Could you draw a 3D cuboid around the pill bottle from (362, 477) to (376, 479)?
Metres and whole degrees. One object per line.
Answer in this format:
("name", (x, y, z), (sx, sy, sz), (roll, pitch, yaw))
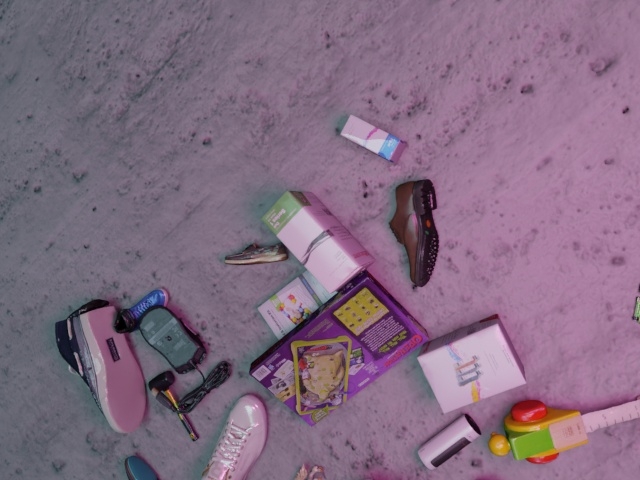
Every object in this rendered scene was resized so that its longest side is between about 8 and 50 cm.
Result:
("pill bottle", (0.181, 0.620, 1.145), (0.264, 0.153, 0.153), (16, 97, 30))

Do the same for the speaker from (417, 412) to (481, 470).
("speaker", (0.276, 0.431, 1.188), (0.136, 0.055, 0.055), (-42, 81, 14))

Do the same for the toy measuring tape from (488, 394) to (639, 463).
("toy measuring tape", (0.487, 0.363, 1.115), (0.330, 0.121, 0.121), (-16, 88, -6))

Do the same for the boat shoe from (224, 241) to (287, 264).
("boat shoe", (-0.152, 0.031, 1.303), (0.152, 0.056, 0.049), (-5, 86, 8))

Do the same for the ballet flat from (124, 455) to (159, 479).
("ballet flat", (-0.431, 0.638, 1.405), (0.203, 0.074, 0.074), (37, 102, 10))

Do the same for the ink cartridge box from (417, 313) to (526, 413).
("ink cartridge box", (0.306, 0.248, 1.131), (0.176, 0.128, 0.127), (-26, 85, 17))

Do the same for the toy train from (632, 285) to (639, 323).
("toy train", (0.630, 0.123, 1.085), (0.023, 0.017, 0.083), (12, 96, 26))

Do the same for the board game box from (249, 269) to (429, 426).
("board game box", (0.038, 0.243, 1.213), (0.347, 0.056, 0.208), (-40, 104, 14))

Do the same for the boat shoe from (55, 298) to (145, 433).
("boat shoe", (-0.566, 0.328, 1.418), (0.158, 0.127, 0.341), (-18, 85, 31))

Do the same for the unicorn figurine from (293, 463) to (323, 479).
("unicorn figurine", (-0.002, 0.604, 1.284), (0.162, 0.060, 0.111), (44, 105, 27))

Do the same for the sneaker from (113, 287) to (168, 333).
("sneaker", (-0.450, 0.179, 1.380), (0.152, 0.084, 0.058), (-39, 81, 15))

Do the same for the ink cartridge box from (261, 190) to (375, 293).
("ink cartridge box", (0.000, 0.000, 1.196), (0.092, 0.160, 0.219), (-45, 79, 15))

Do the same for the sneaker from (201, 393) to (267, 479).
("sneaker", (-0.207, 0.511, 1.304), (0.106, 0.123, 0.290), (18, 96, 17))

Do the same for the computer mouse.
("computer mouse", (-0.363, 0.295, 1.366), (0.262, 0.060, 0.184), (42, 88, 2))

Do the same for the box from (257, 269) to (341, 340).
("box", (-0.032, 0.160, 1.277), (0.186, 0.038, 0.145), (-38, 82, 16))

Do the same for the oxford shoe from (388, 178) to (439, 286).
("oxford shoe", (0.198, -0.014, 1.188), (0.096, 0.083, 0.227), (-1, 92, 36))

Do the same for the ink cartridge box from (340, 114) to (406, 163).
("ink cartridge box", (0.114, -0.216, 1.188), (0.122, 0.088, 0.052), (29, 101, 14))

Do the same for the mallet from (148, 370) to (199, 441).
("mallet", (-0.354, 0.413, 1.391), (0.062, 0.039, 0.190), (-40, 86, 12))
